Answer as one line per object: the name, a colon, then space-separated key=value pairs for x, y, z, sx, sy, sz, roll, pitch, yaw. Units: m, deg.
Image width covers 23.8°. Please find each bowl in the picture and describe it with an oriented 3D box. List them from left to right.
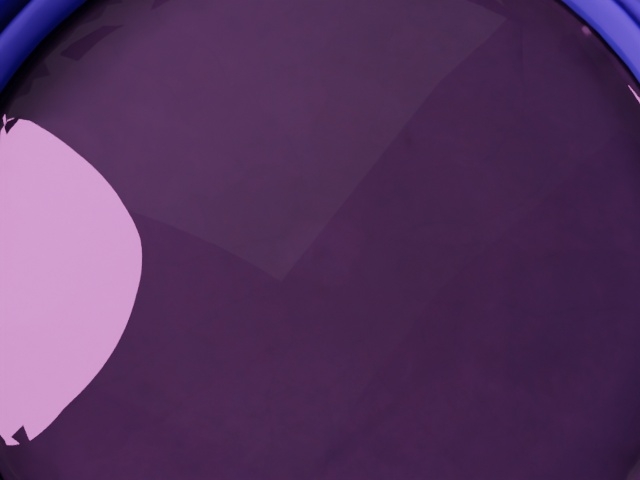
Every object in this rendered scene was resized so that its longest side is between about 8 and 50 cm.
bowl: x=0.000 y=0.000 z=0.629 sx=0.391 sy=0.077 sz=0.391 roll=0 pitch=72 yaw=1

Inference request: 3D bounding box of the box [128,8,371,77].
box: x=-0.034 y=-0.067 z=0.819 sx=0.119 sy=0.181 sz=0.182 roll=-10 pitch=34 yaw=-3
